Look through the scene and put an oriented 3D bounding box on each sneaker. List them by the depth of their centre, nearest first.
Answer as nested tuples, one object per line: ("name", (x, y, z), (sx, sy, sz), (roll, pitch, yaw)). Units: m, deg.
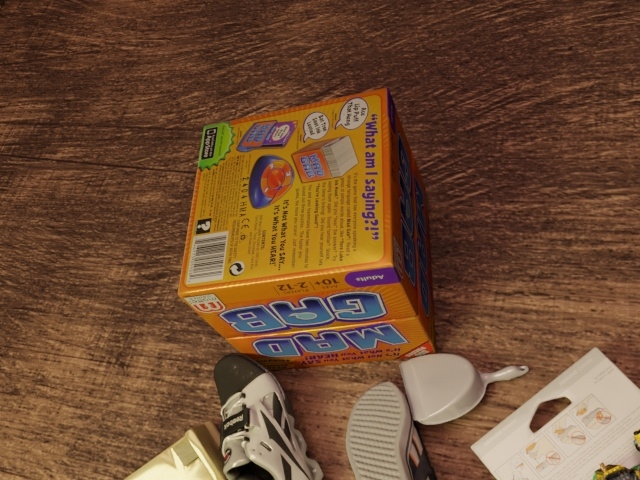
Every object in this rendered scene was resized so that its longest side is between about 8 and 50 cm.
("sneaker", (0.123, 0.382, 1.134), (0.126, 0.127, 0.321), (-30, 27, 17))
("sneaker", (-0.119, 0.337, 1.189), (0.122, 0.146, 0.330), (-52, 59, 27))

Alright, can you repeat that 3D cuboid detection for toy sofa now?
("toy sofa", (-0.309, 0.490, 1.234), (0.362, 0.177, 0.150), (-35, 78, -2))

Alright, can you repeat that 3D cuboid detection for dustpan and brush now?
("dustpan and brush", (0.256, 0.244, 1.198), (0.211, 0.060, 0.147), (-23, 33, 9))

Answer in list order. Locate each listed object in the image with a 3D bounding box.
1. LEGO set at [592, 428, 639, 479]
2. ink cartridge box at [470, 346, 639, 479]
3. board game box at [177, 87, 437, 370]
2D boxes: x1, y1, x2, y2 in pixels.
("LEGO set", (0.517, 0.390, 0.873), (0.255, 0.192, 0.331), (-19, 71, 4))
("ink cartridge box", (0.416, 0.342, 1.071), (0.275, 0.060, 0.239), (-37, 53, -3))
("board game box", (0.000, 0.000, 1.266), (0.356, 0.356, 0.357), (-9, 57, 17))
